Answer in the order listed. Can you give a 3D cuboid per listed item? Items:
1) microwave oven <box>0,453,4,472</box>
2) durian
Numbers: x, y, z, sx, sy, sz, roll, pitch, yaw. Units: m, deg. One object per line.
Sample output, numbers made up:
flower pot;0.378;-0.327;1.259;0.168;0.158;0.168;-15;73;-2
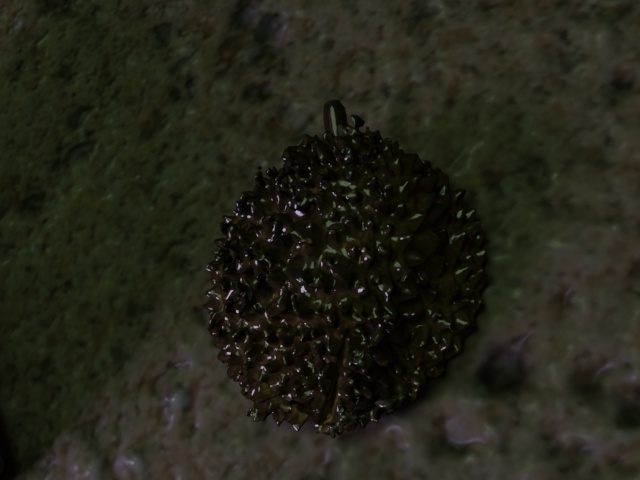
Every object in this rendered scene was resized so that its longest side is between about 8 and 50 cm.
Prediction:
microwave oven;-0.360;0.054;0.588;0.181;0.237;0.295;-40;52;6
durian;0.000;0.000;0.491;0.148;0.091;0.189;-13;56;26
